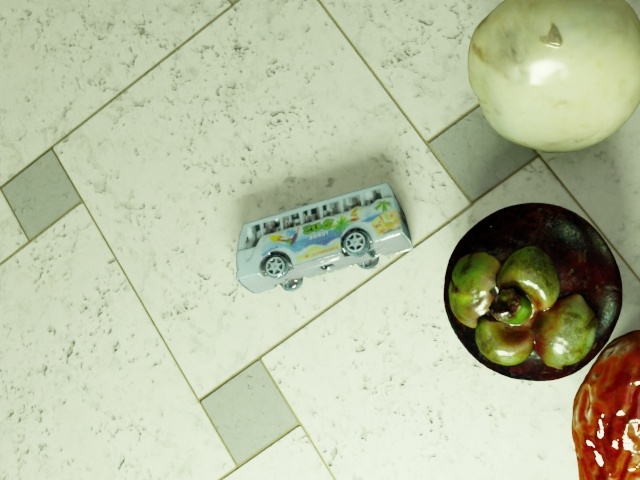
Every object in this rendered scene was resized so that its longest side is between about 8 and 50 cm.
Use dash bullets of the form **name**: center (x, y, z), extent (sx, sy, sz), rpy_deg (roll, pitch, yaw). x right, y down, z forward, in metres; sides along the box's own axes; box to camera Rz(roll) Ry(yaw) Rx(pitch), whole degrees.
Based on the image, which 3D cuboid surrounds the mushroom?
- **mushroom**: center (0.404, -0.334, 1.409), extent (0.314, 0.314, 0.336), rpy_deg (-4, 54, 15)

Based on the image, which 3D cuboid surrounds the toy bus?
- **toy bus**: center (0.000, 0.000, 1.539), extent (0.329, 0.109, 0.136), rpy_deg (-16, 67, 12)

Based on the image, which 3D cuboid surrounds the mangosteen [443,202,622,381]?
- **mangosteen**: center (0.340, 0.077, 1.335), extent (0.300, 0.300, 0.300), rpy_deg (-3, 80, 15)

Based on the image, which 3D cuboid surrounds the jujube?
- **jujube**: center (0.500, 0.285, 1.297), extent (0.197, 0.197, 0.290), rpy_deg (16, 104, 17)
